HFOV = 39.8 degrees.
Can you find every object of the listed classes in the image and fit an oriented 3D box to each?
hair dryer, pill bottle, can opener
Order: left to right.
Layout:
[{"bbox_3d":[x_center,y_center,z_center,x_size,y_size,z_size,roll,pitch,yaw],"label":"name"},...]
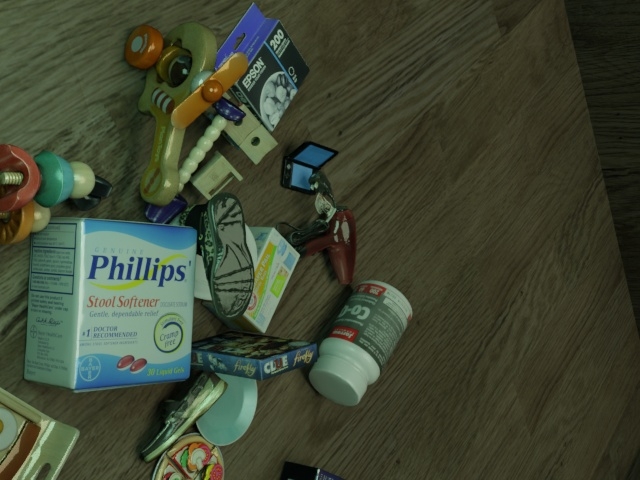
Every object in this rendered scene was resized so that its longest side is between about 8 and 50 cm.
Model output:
[{"bbox_3d":[-0.461,-0.104,1.552,0.186,0.059,0.073,20,102,-39],"label":"can opener"},{"bbox_3d":[0.000,0.000,2.101,0.293,0.080,0.223,49,63,-36],"label":"hair dryer"},{"bbox_3d":[0.096,0.248,2.147,0.283,0.161,0.161,-56,131,-33],"label":"pill bottle"}]

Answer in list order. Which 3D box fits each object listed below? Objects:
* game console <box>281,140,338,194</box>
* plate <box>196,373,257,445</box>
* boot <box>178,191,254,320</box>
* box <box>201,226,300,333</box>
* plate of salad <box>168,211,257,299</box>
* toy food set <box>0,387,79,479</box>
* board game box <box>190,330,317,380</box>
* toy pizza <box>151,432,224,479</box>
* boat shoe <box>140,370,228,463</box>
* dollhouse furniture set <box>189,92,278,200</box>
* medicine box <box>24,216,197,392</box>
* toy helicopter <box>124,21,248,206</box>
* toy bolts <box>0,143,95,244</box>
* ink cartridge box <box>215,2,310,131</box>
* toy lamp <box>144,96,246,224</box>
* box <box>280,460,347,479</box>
[{"bbox_3d":[-0.024,-0.167,2.060,0.122,0.071,0.107,13,81,-49],"label":"game console"},{"bbox_3d":[-0.207,0.344,1.893,0.188,0.024,0.188,-4,95,-51],"label":"plate"},{"bbox_3d":[-0.204,0.031,1.694,0.085,0.178,0.236,-5,91,-30],"label":"boot"},{"bbox_3d":[-0.147,0.083,1.893,0.114,0.103,0.203,47,57,-41],"label":"box"},{"bbox_3d":[-0.227,0.026,1.803,0.200,0.048,0.199,6,74,-21],"label":"plate of salad"},{"bbox_3d":[-0.552,0.338,1.421,0.306,0.092,0.219,48,56,-40],"label":"toy food set"},{"bbox_3d":[-0.151,0.229,1.784,0.165,0.243,0.042,-11,100,-50],"label":"board game box"},{"bbox_3d":[-0.265,0.499,1.820,0.201,0.032,0.201,-2,93,-50],"label":"toy pizza"},{"bbox_3d":[-0.284,0.346,1.766,0.073,0.080,0.223,46,66,1],"label":"boat shoe"},{"bbox_3d":[-0.215,-0.198,1.819,0.184,0.129,0.129,-45,129,-4],"label":"dollhouse furniture set"},{"bbox_3d":[-0.372,0.110,1.589,0.263,0.149,0.289,4,89,-51],"label":"medicine box"},{"bbox_3d":[-0.261,-0.237,1.645,0.140,0.235,0.355,19,77,-49],"label":"toy helicopter"},{"bbox_3d":[-0.474,-0.108,1.408,0.158,0.228,0.218,-2,85,-50],"label":"toy bolts"},{"bbox_3d":[-0.127,-0.384,1.951,0.208,0.045,0.206,51,54,-36],"label":"ink cartridge box"},{"bbox_3d":[-0.248,-0.150,1.707,0.080,0.080,0.274,25,103,-48],"label":"toy lamp"},{"bbox_3d":[-0.006,0.623,2.078,0.207,0.108,0.153,35,64,-45],"label":"box"}]
